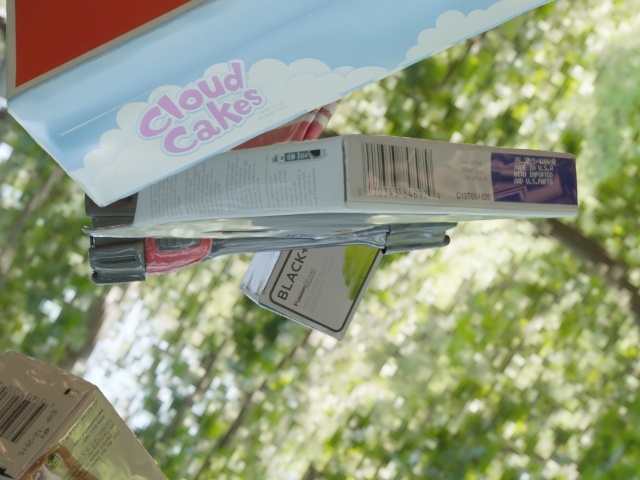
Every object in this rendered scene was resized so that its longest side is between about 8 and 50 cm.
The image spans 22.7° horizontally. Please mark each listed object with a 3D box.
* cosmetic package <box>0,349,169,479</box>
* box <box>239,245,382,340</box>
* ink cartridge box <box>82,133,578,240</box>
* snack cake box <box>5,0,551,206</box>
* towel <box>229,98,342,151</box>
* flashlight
[{"bbox_3d":[-0.240,0.265,1.614,0.153,0.129,0.296,13,145,42],"label":"cosmetic package"},{"bbox_3d":[0.000,0.000,1.573,0.087,0.169,0.290,26,177,-6],"label":"box"},{"bbox_3d":[0.006,-0.030,0.980,0.224,0.045,0.223,-5,176,42],"label":"ink cartridge box"},{"bbox_3d":[-0.022,-0.142,0.779,0.089,0.264,0.152,52,-161,-45],"label":"snack cake box"},{"bbox_3d":[0.003,-0.137,1.310,0.029,0.197,0.144,37,164,-18],"label":"towel"},{"bbox_3d":[-0.046,-0.024,1.349,0.304,0.103,0.103,-5,-116,-9],"label":"flashlight"}]
